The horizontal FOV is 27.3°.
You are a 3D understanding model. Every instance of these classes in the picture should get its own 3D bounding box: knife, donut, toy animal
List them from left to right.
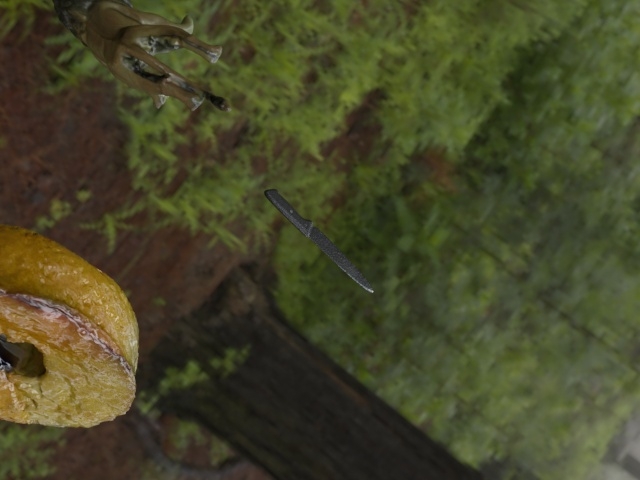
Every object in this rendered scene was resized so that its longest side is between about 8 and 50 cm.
[{"bbox_3d":[-0.210,0.056,0.902,0.190,0.074,0.174,25,139,-22],"label":"donut"},{"bbox_3d":[-0.117,-0.130,0.917,0.086,0.220,0.069,21,101,-46],"label":"toy animal"},{"bbox_3d":[0.000,0.000,1.506,0.010,0.170,0.023,-41,-174,47],"label":"knife"}]
